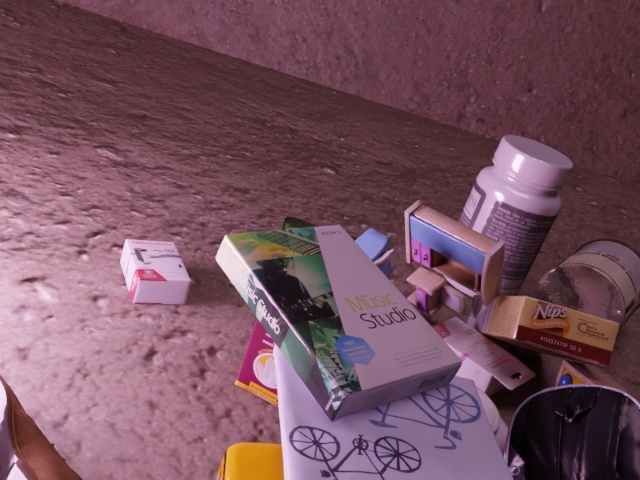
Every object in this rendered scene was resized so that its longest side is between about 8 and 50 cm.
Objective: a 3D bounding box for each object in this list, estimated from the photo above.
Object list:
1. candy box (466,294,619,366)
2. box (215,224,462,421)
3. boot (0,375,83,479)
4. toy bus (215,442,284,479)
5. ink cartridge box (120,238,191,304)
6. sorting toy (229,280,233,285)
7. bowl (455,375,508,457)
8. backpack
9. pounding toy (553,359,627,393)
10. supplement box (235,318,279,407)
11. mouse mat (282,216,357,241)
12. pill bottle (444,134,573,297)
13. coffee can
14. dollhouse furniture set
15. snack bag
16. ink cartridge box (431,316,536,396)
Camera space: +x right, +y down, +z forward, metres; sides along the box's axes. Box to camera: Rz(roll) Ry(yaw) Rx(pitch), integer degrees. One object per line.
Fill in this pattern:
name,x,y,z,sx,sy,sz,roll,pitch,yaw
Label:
candy box,0.418,0.170,1.454,0.182,0.088,0.316,17,-6,-3
box,0.023,0.100,1.080,0.232,0.059,0.322,-6,42,-41
boot,-0.362,0.270,0.894,0.305,0.112,0.115,39,1,43
toy bus,0.032,0.349,0.937,0.332,0.130,0.108,14,24,-11
ink cartridge box,-0.306,0.056,1.371,0.099,0.056,0.135,4,30,-29
sorting toy,-0.142,0.084,1.483,0.062,0.012,0.083,33,28,25
bowl,0.185,0.298,1.148,0.297,0.134,0.298,16,25,-7
backpack,0.369,0.333,1.022,0.191,0.225,0.254,35,53,-42
pounding toy,0.469,0.309,1.353,0.100,0.141,0.130,13,12,-14
supplement box,-0.053,0.163,1.182,0.104,0.188,0.081,25,26,12
mouse mat,0.000,0.000,1.762,0.189,0.007,0.153,17,25,-4
pill bottle,0.437,-0.050,1.754,0.204,0.361,0.204,16,26,-8
coffee can,0.641,0.120,1.746,0.201,0.202,0.275,32,28,25
dollhouse furniture set,0.168,0.126,1.392,0.198,0.287,0.303,31,56,34
snack bag,0.100,0.268,0.955,0.322,0.037,0.343,12,26,-13
ink cartridge box,0.298,0.237,1.427,0.198,0.067,0.115,35,29,32
